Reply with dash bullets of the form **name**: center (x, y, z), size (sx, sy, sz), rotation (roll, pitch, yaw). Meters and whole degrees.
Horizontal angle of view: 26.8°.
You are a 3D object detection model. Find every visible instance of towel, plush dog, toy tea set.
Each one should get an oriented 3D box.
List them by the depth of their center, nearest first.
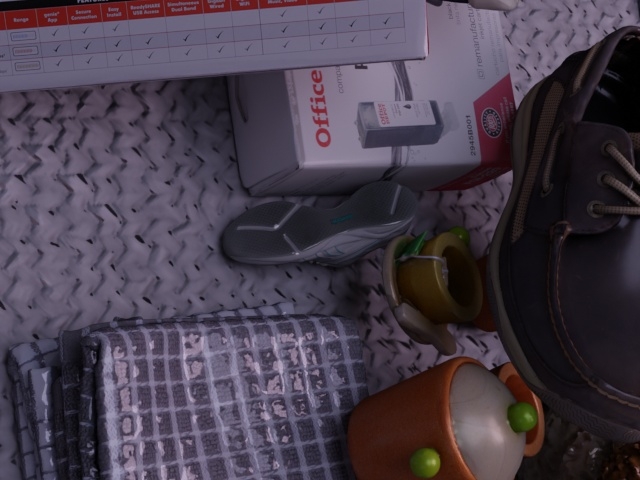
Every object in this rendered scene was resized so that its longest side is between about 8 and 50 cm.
- **towel**: center (-0.067, 0.182, 0.908), size (0.235, 0.121, 0.283), rotation (-3, 80, -32)
- **toy tea set**: center (0.132, 0.091, 0.981), size (0.200, 0.124, 0.336), rotation (47, 39, -33)
- **plush dog**: center (0.268, 0.170, 1.049), size (0.262, 0.225, 0.210), rotation (-7, 82, -32)

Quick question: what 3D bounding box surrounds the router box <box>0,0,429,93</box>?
- **router box**: center (-0.106, -0.255, 0.858), size (0.336, 0.082, 0.301), rotation (-4, 106, -1)

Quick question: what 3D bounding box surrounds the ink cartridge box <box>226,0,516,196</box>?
- **ink cartridge box**: center (0.041, -0.122, 1.066), size (0.218, 0.092, 0.158), rotation (-4, 79, -30)

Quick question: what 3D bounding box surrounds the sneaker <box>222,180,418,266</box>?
- **sneaker**: center (0.000, 0.000, 1.031), size (0.152, 0.061, 0.053), rotation (-10, 56, -13)

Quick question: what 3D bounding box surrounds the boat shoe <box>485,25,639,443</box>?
- **boat shoe**: center (0.199, -0.027, 0.943), size (0.132, 0.130, 0.355), rotation (17, 45, -13)

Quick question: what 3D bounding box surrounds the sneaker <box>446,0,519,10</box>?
- **sneaker**: center (0.107, -0.292, 1.080), size (0.148, 0.131, 0.350), rotation (10, 29, 10)
